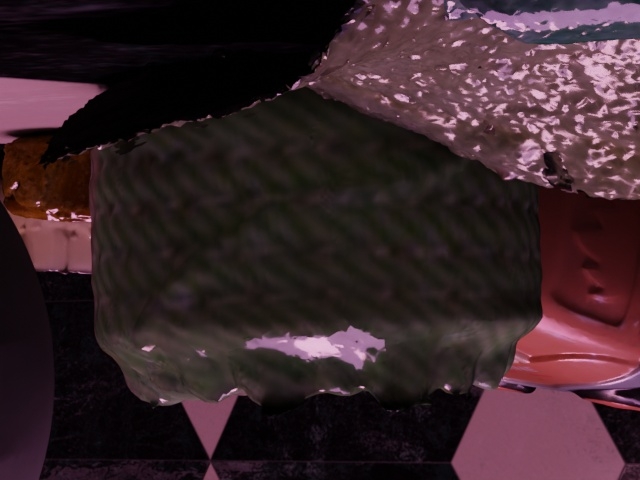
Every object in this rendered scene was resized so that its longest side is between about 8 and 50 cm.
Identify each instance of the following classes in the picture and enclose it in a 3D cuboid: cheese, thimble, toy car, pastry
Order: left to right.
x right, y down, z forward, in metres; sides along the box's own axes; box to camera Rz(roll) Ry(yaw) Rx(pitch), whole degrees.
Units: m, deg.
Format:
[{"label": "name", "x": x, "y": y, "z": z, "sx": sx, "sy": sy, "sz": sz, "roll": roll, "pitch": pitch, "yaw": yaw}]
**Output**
[{"label": "cheese", "x": -0.242, "y": -0.026, "z": 1.133, "sx": 0.249, "sy": 0.070, "sz": 0.163, "roll": 17, "pitch": -167, "yaw": 41}, {"label": "pastry", "x": -0.150, "y": -0.039, "z": 0.922, "sx": 0.097, "sy": 0.057, "sz": 0.109, "roll": 0, "pitch": 179, "yaw": 25}, {"label": "thimble", "x": 0.000, "y": 0.000, "z": 0.684, "sx": 0.219, "sy": 0.150, "sz": 0.219, "roll": -2, "pitch": 179, "yaw": 0}, {"label": "toy car", "x": 0.122, "y": 0.006, "z": 1.002, "sx": 0.212, "sy": 0.180, "sz": 0.270, "roll": 16, "pitch": 172, "yaw": -35}]

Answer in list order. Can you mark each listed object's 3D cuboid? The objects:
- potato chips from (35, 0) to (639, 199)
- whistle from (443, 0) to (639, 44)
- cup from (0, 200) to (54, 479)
[{"label": "potato chips", "x": 0.021, "y": -0.050, "z": 0.492, "sx": 0.228, "sy": 0.059, "sz": 0.167, "roll": 3, "pitch": 173, "yaw": -9}, {"label": "whistle", "x": 0.116, "y": -0.063, "z": 0.302, "sx": 0.186, "sy": 0.039, "sz": 0.039, "roll": -1, "pitch": 180, "yaw": 14}, {"label": "cup", "x": -0.256, "y": 0.031, "z": 0.413, "sx": 0.323, "sy": 0.236, "sz": 0.327, "roll": 27, "pitch": 180, "yaw": 1}]
